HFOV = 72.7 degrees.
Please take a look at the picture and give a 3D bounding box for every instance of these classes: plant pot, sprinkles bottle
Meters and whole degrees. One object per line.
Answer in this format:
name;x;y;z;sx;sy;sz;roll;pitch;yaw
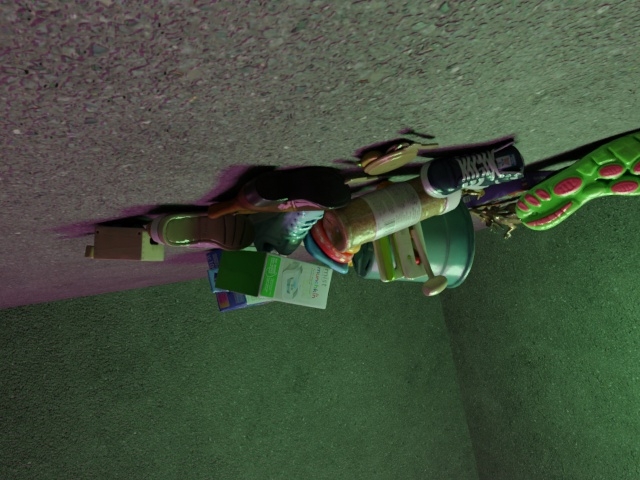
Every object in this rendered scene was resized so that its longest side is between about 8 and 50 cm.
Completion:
plant pot;0.295;0.001;1.522;0.334;0.341;0.341;0;171;-14
sprinkles bottle;0.185;-0.082;1.108;0.355;0.121;0.121;-21;177;-21

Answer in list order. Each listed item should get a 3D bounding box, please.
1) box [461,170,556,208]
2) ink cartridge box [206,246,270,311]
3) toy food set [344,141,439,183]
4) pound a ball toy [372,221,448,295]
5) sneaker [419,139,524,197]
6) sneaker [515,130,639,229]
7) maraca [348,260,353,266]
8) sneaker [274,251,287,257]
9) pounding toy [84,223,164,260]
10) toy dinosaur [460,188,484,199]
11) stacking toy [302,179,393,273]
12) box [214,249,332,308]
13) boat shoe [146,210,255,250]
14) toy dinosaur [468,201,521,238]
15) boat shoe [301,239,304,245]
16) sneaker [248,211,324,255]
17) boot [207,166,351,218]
box;0.706;-0.184;1.618;0.201;0.057;0.293;-7;172;-30
ink cartridge box;-0.357;0.166;1.959;0.151;0.270;0.395;-18;171;15
toy food set;0.146;-0.179;0.929;0.192;0.039;0.132;-24;173;43
pound a ball toy;0.265;-0.004;1.266;0.135;0.319;0.208;-11;177;-30
sneaker;0.373;-0.172;1.035;0.282;0.099;0.153;-11;177;-38
sneaker;0.829;-0.198;1.311;0.482;0.185;0.202;-26;-171;43
maraca;0.077;0.042;1.671;0.185;0.099;0.127;19;176;31
sneaker;-0.156;-0.008;1.602;0.112;0.121;0.299;19;172;-2
pounding toy;-0.531;0.005;1.163;0.206;0.094;0.181;2;178;5
toy dinosaur;0.509;-0.176;1.449;0.211;0.064;0.112;5;-176;-33
stacking toy;0.100;-0.064;1.248;0.165;0.175;0.302;30;119;-32
box;-0.138;0.106;1.260;0.231;0.127;0.262;17;170;-38
boat shoe;-0.309;-0.033;1.155;0.103;0.113;0.302;8;-179;39
toy dinosaur;0.730;-0.100;1.617;0.295;0.127;0.200;-23;161;35
boat shoe;0.000;0.000;1.948;0.094;0.109;0.302;3;170;26
sneaker;-0.072;-0.039;1.220;0.135;0.150;0.366;-7;173;-38
boot;-0.100;-0.087;1.038;0.264;0.096;0.280;-12;177;-33
